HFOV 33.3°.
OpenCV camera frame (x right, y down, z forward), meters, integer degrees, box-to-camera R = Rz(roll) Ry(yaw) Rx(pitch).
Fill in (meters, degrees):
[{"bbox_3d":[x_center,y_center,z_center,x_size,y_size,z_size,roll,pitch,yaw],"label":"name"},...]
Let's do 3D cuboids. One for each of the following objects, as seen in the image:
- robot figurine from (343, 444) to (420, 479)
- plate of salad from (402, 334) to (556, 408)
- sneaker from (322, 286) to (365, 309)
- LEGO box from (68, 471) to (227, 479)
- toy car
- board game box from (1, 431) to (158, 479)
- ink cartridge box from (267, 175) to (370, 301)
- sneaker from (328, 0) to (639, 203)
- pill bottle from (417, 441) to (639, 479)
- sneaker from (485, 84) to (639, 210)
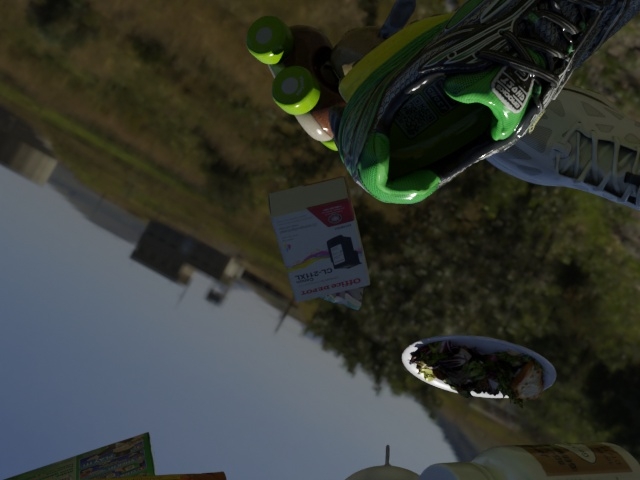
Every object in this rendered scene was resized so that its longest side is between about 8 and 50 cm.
[{"bbox_3d":[0.105,0.520,1.748,0.199,0.354,0.300,8,141,-2],"label":"robot figurine"},{"bbox_3d":[0.203,0.174,1.385,0.199,0.048,0.200,9,153,5],"label":"plate of salad"},{"bbox_3d":[0.041,0.091,2.104,0.098,0.069,0.038,18,177,-19],"label":"sneaker"},{"bbox_3d":[-0.361,0.481,1.462,0.499,0.193,0.372,-1,-172,-11],"label":"LEGO box"},{"bbox_3d":[0.038,-0.217,1.246,0.149,0.188,0.155,64,-166,23],"label":"toy car"},{"bbox_3d":[-0.424,0.419,1.759,0.213,0.317,0.046,-138,32,-74],"label":"board game box"},{"bbox_3d":[0.000,0.000,1.691,0.072,0.127,0.175,-100,-4,-54],"label":"ink cartridge box"},{"bbox_3d":[0.157,-0.146,0.803,0.134,0.343,0.146,39,-162,-24],"label":"sneaker"},{"bbox_3d":[0.215,0.275,1.096,0.229,0.131,0.131,4,-170,-28],"label":"pill bottle"},{"bbox_3d":[0.462,-0.126,1.624,0.447,0.169,0.257,15,-169,-7],"label":"sneaker"}]
